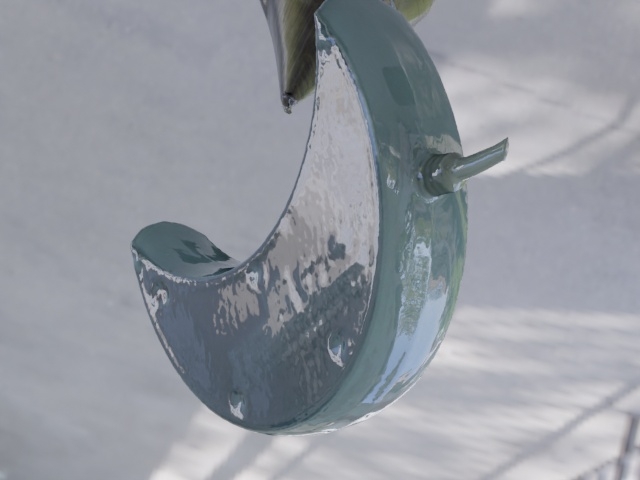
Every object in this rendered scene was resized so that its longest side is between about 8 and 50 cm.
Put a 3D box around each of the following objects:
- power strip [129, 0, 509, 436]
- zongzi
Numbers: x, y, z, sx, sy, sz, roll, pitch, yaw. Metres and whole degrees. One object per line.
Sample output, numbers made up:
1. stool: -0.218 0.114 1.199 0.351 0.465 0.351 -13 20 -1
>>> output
1. power strip: 0.000 0.000 0.645 0.044 0.137 0.216 -5 155 -37
2. zongzi: -0.036 -0.228 1.400 0.221 0.242 0.112 44 138 6
